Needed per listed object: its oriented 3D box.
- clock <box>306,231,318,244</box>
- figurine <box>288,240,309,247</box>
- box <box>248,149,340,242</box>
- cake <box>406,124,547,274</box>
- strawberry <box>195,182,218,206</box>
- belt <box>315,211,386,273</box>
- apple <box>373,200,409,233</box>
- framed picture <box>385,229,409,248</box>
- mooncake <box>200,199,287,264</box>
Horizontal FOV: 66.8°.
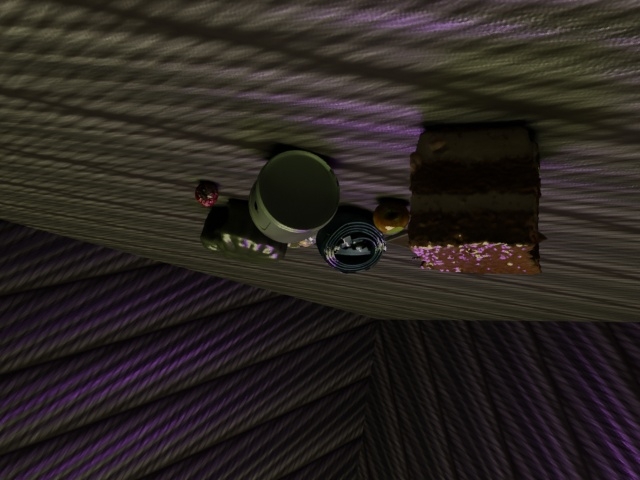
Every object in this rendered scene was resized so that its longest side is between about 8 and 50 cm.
[{"bbox_3d":[-0.015,-0.028,1.889,0.117,0.080,0.176,12,166,-10],"label":"clock"},{"bbox_3d":[-0.109,-0.012,2.035,0.187,0.083,0.083,2,163,33],"label":"figurine"},{"bbox_3d":[-0.073,-0.117,1.323,0.226,0.226,0.149,14,164,-14],"label":"box"},{"bbox_3d":[0.347,-0.081,1.065,0.282,0.290,0.255,2,164,24],"label":"cake"},{"bbox_3d":[-0.387,-0.158,1.672,0.083,0.083,0.096,6,171,15],"label":"strawberry"},{"bbox_3d":[0.115,0.008,1.715,0.267,0.206,0.116,13,-156,-30],"label":"belt"},{"bbox_3d":[0.223,-0.075,1.537,0.114,0.099,0.102,-17,163,4],"label":"apple"},{"bbox_3d":[0.390,-0.002,1.847,0.192,0.018,0.265,16,163,-20],"label":"framed picture"},{"bbox_3d":[-0.291,-0.019,1.914,0.351,0.187,0.351,7,163,2],"label":"mooncake"}]
